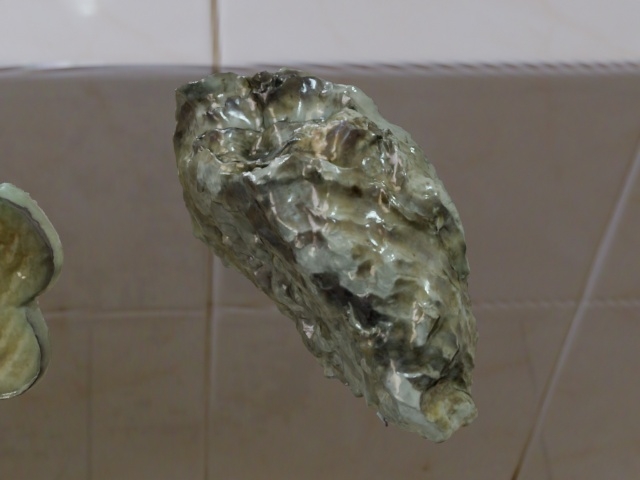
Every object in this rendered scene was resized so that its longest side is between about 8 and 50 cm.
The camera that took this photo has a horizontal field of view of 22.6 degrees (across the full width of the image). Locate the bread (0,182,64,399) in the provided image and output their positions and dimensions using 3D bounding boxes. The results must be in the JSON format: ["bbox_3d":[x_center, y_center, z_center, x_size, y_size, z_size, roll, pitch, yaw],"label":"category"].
[{"bbox_3d":[-0.331,0.043,1.556,0.172,0.232,0.064,12,27,9],"label":"bread"}]

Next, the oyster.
[{"bbox_3d":[0.000,0.000,0.671,0.177,0.125,0.064,30,45,31],"label":"oyster"}]
